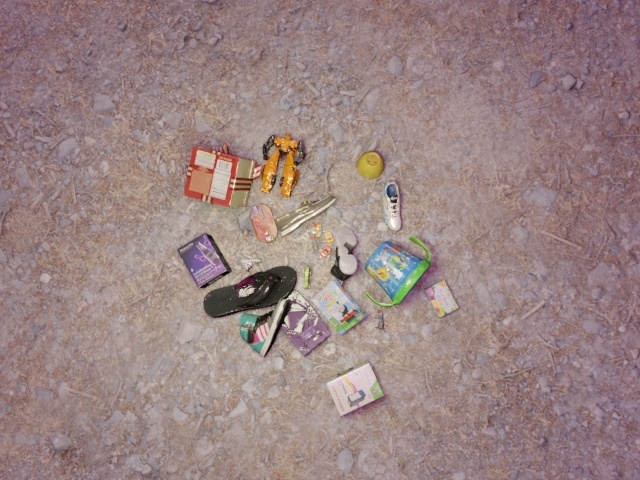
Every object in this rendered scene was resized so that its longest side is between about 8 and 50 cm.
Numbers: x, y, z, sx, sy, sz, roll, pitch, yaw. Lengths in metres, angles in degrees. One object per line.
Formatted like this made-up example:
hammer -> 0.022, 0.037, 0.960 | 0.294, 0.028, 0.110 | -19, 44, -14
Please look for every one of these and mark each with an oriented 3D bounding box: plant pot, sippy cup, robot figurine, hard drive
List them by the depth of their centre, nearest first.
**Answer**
sippy cup -> 0.326, 0.127, 1.801 | 0.224, 0.240, 0.305 | 38, 46, 16
hard drive -> -0.092, 0.372, 1.849 | 0.172, 0.054, 0.255 | -39, 83, -4
plant pot -> 0.240, -0.367, 1.916 | 0.134, 0.095, 0.135 | 0, 82, 1
robot figurine -> -0.184, -0.357, 1.927 | 0.210, 0.085, 0.291 | 12, 84, 2

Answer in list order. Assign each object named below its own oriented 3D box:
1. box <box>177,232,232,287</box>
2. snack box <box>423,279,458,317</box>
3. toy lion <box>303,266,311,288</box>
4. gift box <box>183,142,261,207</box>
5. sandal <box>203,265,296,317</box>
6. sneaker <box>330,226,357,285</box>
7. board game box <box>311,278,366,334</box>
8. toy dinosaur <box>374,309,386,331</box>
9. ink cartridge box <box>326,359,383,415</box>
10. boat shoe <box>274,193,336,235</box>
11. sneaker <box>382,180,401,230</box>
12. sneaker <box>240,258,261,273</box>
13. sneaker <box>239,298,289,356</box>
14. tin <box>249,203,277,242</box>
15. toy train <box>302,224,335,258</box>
box -> -0.529, 0.092, 1.865 | 0.153, 0.108, 0.207 | -33, 84, -3
snack box -> 0.550, 0.265, 1.860 | 0.100, 0.037, 0.141 | -26, 83, -4
toy lion -> -0.061, 0.170, 1.853 | 0.034, 0.096, 0.100 | 5, 83, 2
gift box -> -0.428, -0.298, 1.834 | 0.254, 0.258, 0.277 | 19, 98, 5
sandal -> -0.316, 0.231, 1.825 | 0.445, 0.107, 0.168 | -21, 64, -1
sneaker -> 0.098, 0.073, 1.861 | 0.101, 0.153, 0.269 | 11, 47, -13
board game box -> 0.079, 0.298, 1.824 | 0.211, 0.039, 0.160 | 49, 122, 7
toy dinosaur -> 0.274, 0.363, 1.863 | 0.090, 0.047, 0.082 | 33, 73, -28
ink cartridge box -> 0.149, 0.646, 1.792 | 0.212, 0.093, 0.155 | -24, 84, 0
boat shoe -> -0.070, -0.134, 1.886 | 0.304, 0.109, 0.091 | -33, 88, 1
sneaker -> 0.333, -0.161, 1.895 | 0.085, 0.086, 0.238 | -7, 84, -2
sneaker -> -0.323, 0.119, 1.896 | 0.098, 0.038, 0.069 | -1, 84, 10
sneaker -> -0.262, 0.353, 1.794 | 0.178, 0.124, 0.296 | 28, 110, 8
tin -> -0.266, -0.079, 1.919 | 0.106, 0.040, 0.190 | -19, 83, 2
toy train -> 0.000, 0.000, 1.898 | 0.166, 0.046, 0.125 | 42, 85, 5
